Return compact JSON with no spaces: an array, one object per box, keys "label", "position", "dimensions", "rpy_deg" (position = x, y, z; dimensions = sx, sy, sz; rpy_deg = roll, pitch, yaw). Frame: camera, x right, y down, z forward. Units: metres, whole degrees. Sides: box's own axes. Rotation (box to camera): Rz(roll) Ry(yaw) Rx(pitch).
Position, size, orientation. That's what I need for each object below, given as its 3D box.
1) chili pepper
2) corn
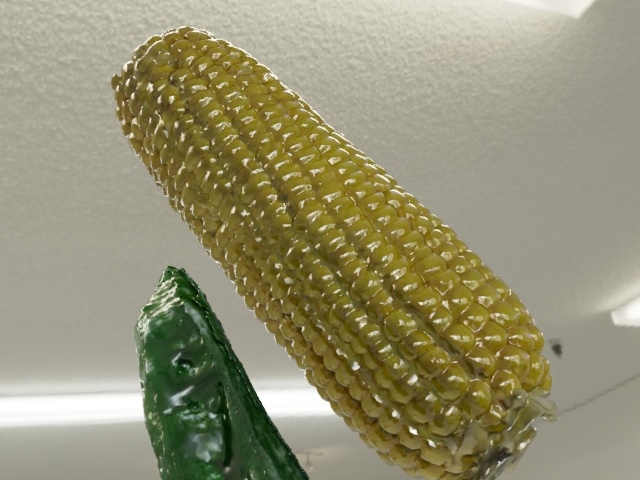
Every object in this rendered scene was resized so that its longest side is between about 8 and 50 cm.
[{"label":"chili pepper","position":[-0.045,0.099,0.376],"dimensions":[0.088,0.227,0.059],"rpy_deg":[17,-54,-44]},{"label":"corn","position":[0.000,0.000,0.516],"dimensions":[0.144,0.387,0.144],"rpy_deg":[-35,-24,-18]}]
